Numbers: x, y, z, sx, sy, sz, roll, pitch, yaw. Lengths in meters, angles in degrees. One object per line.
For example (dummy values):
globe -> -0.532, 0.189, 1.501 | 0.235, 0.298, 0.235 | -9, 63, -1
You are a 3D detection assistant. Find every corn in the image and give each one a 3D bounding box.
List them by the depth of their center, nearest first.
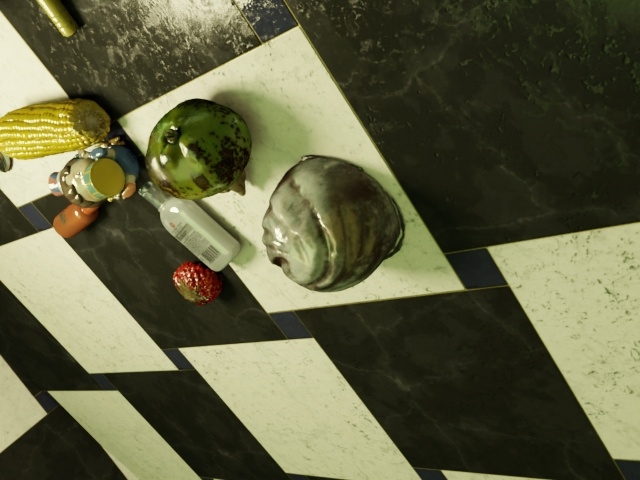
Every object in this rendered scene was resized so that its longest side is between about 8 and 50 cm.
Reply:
corn -> -0.683, -0.281, 1.845 | 0.388, 0.144, 0.143 | -5, 126, 37

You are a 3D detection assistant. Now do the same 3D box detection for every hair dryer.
hair dryer -> -0.600, -0.557, 1.544 | 0.135, 0.090, 0.278 | -2, 134, 37

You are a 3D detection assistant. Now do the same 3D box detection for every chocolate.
chocolate -> 0.000, 0.000, 1.544 | 0.303, 0.213, 0.303 | 21, 138, 20

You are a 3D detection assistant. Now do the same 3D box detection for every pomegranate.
pomegranate -> -0.245, -0.163, 1.570 | 0.222, 0.203, 0.276 | -4, 132, 21

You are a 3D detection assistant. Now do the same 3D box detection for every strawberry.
strawberry -> -0.342, 0.122, 2.041 | 0.145, 0.086, 0.145 | 23, 141, 20

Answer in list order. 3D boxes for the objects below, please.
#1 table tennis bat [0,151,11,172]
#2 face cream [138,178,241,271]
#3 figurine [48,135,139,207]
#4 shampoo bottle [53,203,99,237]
table tennis bat -> -0.999, -0.256, 2.210 | 0.173, 0.022, 0.301 | 34, 140, 5
face cream -> -0.338, -0.043, 1.874 | 0.291, 0.071, 0.144 | 41, 141, -7
figurine -> -0.581, -0.157, 1.872 | 0.276, 0.158, 0.161 | -15, 115, 46
shampoo bottle -> -0.688, -0.078, 2.105 | 0.085, 0.085, 0.244 | 47, 140, -14
